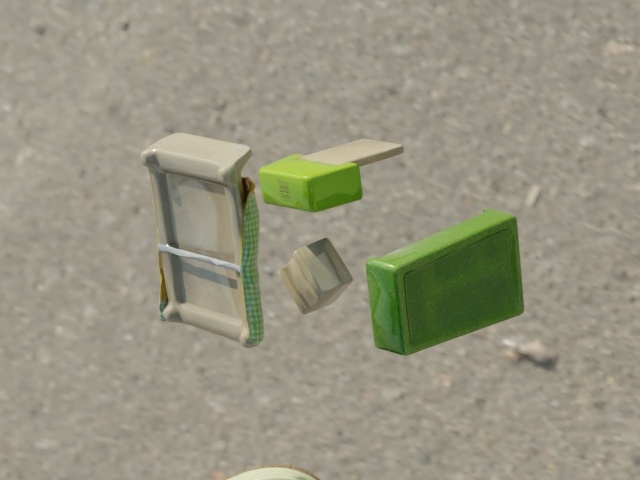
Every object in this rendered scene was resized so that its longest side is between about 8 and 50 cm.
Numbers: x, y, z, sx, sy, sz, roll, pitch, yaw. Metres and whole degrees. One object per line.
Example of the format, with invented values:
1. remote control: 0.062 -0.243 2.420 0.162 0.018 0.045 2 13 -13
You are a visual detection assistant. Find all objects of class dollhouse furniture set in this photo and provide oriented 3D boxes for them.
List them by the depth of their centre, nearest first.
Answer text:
1. dollhouse furniture set: 0.000 0.000 0.683 0.152 0.058 0.076 13 116 49

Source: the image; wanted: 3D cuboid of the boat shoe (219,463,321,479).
1. boat shoe: -0.067 0.166 0.734 0.190 0.068 0.072 -42 11 14
